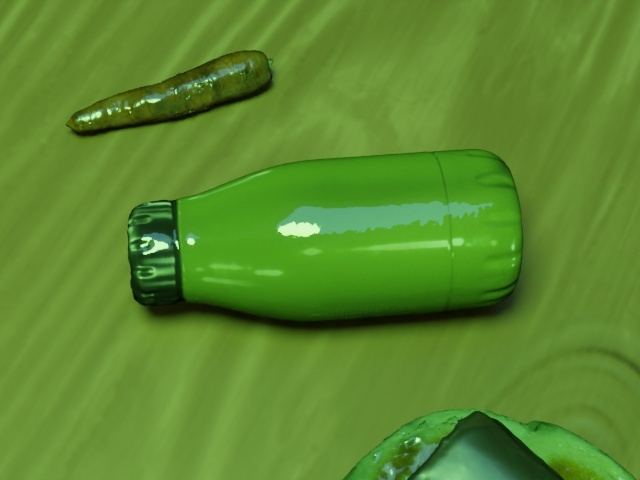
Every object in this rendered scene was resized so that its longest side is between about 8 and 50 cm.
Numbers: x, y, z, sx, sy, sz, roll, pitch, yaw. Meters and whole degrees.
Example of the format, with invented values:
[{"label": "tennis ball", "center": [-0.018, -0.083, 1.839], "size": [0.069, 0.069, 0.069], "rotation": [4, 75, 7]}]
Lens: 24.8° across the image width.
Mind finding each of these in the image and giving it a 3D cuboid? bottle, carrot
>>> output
[{"label": "bottle", "center": [0.000, 0.000, 0.990], "size": [0.260, 0.112, 0.112], "rotation": [-4, 59, -6]}, {"label": "carrot", "center": [-0.112, -0.108, 1.097], "size": [0.165, 0.035, 0.035], "rotation": [-20, 62, -12]}]

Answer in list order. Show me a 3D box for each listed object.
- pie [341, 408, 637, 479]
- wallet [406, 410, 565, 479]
[{"label": "pie", "center": [0.105, 0.213, 0.901], "size": [0.241, 0.054, 0.240], "rotation": [1, 59, -2]}, {"label": "wallet", "center": [0.156, 0.249, 0.828], "size": [0.309, 0.042, 0.165], "rotation": [41, 70, 14]}]
